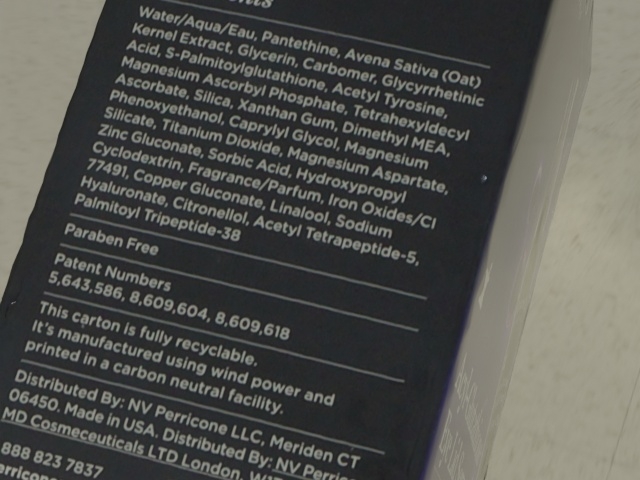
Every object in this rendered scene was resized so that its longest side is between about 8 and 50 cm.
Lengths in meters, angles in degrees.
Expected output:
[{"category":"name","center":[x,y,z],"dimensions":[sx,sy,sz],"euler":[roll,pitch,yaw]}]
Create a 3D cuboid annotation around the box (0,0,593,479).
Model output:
[{"category":"box","center":[0.000,0.000,0.469],"dimensions":[0.108,0.153,0.207],"euler":[14,75,12]}]
